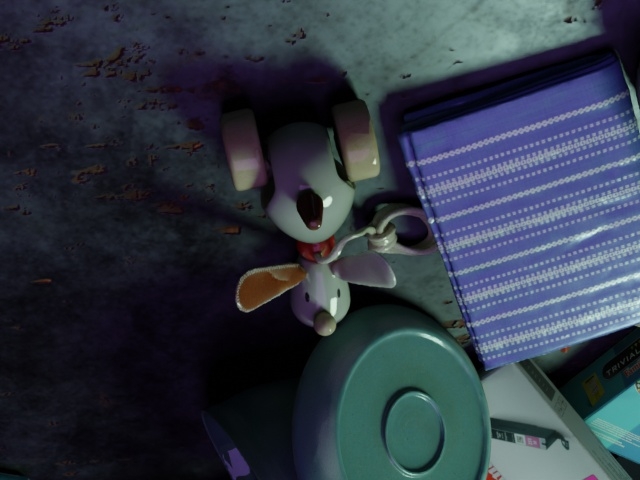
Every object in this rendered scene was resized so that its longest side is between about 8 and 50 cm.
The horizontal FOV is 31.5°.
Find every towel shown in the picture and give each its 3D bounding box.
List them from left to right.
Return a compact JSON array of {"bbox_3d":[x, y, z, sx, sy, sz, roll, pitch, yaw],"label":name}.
[{"bbox_3d":[0.243,-0.025,1.247,0.243,0.040,0.336,-18,118,7],"label":"towel"}]

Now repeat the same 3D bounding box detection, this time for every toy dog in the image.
[{"bbox_3d":[0.000,0.000,1.209,0.220,0.161,0.334,-22,135,15],"label":"toy dog"}]

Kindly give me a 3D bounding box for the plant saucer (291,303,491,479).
[{"bbox_3d":[0.103,0.233,1.373,0.317,0.318,0.043,28,155,-33],"label":"plant saucer"}]

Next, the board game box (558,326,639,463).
[{"bbox_3d":[0.531,0.184,1.535,0.253,0.079,0.336,25,127,-25],"label":"board game box"}]

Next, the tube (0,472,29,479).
[{"bbox_3d":[-0.513,0.335,1.576,0.207,0.052,0.080,15,126,-15],"label":"tube"}]

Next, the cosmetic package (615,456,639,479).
[{"bbox_3d":[0.483,0.477,1.699,0.138,0.224,0.225,-19,137,-42],"label":"cosmetic package"}]

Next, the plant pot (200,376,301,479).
[{"bbox_3d":[0.005,0.293,1.466,0.196,0.293,0.293,-31,139,-16],"label":"plant pot"}]

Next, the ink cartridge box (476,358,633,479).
[{"bbox_3d":[0.263,0.312,1.547,0.239,0.060,0.275,-40,90,29],"label":"ink cartridge box"}]

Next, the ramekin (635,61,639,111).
[{"bbox_3d":[0.420,-0.154,1.149,0.207,0.109,0.207,-4,136,-4],"label":"ramekin"}]

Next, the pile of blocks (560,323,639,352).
[{"bbox_3d":[0.392,0.040,1.348,0.362,0.113,0.149,-23,135,14],"label":"pile of blocks"}]
